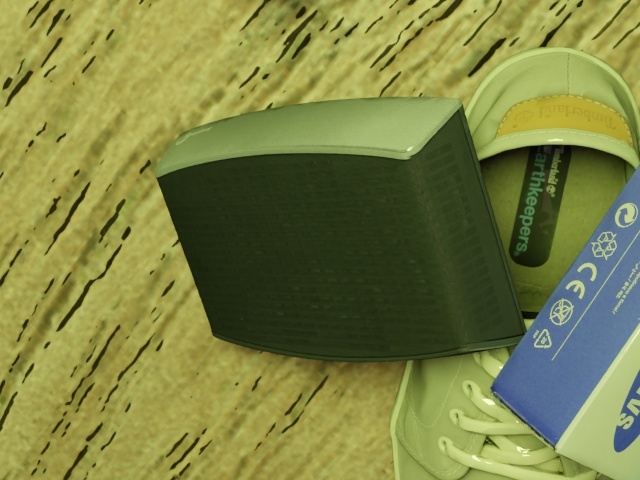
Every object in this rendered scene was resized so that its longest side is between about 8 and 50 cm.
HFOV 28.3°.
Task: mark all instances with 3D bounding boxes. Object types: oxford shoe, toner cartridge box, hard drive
[{"bbox_3d":[0.133,0.098,0.854,0.169,0.130,0.449,5,111,5],"label":"oxford shoe"},{"bbox_3d":[0.263,-0.011,0.747,0.165,0.075,0.347,28,99,-34],"label":"toner cartridge box"},{"bbox_3d":[0.000,0.000,0.811,0.255,0.054,0.172,-1,113,45],"label":"hard drive"}]
